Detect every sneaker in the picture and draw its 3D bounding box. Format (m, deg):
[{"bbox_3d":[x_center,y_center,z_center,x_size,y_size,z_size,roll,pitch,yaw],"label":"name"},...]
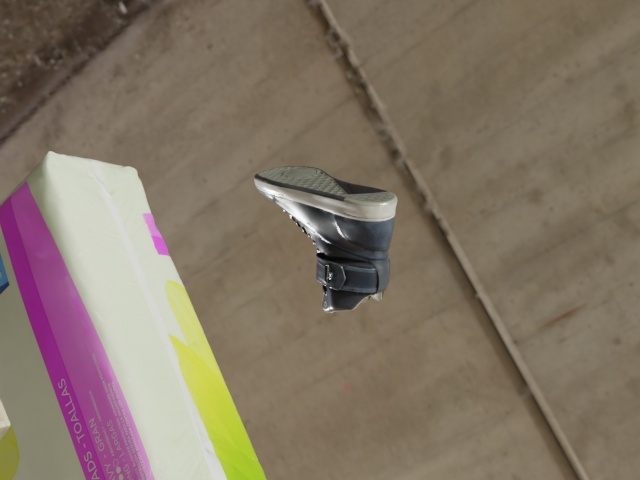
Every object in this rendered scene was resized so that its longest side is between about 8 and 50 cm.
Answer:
[{"bbox_3d":[-0.001,0.001,1.366,0.086,0.164,0.226,-20,-151,-38],"label":"sneaker"}]

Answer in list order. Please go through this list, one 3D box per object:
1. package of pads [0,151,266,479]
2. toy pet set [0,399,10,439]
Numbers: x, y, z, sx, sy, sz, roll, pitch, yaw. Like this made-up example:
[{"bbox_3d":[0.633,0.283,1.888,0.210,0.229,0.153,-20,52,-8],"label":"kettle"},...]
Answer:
[{"bbox_3d":[-0.170,0.128,0.710,0.229,0.297,0.101,-39,153,27],"label":"package of pads"},{"bbox_3d":[-0.217,0.072,0.563,0.065,0.114,0.122,-3,143,-45],"label":"toy pet set"}]
